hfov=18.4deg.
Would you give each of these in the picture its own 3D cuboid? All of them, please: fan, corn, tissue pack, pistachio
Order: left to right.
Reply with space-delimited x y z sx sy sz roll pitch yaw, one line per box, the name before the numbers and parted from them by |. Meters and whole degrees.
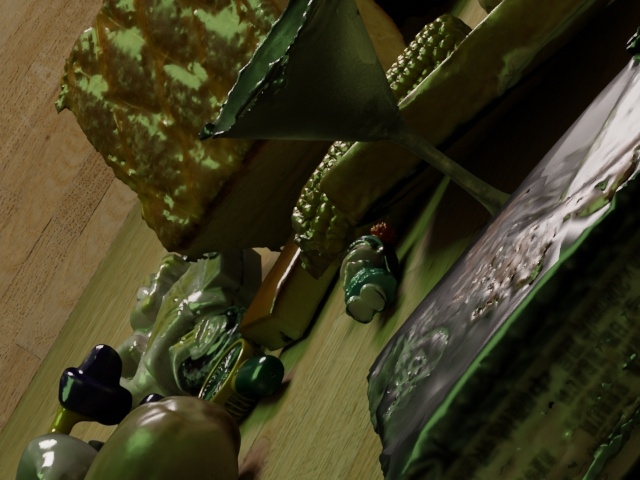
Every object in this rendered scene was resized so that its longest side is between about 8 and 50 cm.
pistachio | -0.142 0.221 1.726 0.129 0.131 0.206 -2 -44 -44
fan | -0.068 0.132 1.837 0.082 0.039 0.155 -59 12 -16
corn | 0.060 -0.079 1.733 0.262 0.097 0.097 -57 10 -5
tissue pack | 0.159 0.001 1.002 0.332 0.123 0.245 -52 6 7

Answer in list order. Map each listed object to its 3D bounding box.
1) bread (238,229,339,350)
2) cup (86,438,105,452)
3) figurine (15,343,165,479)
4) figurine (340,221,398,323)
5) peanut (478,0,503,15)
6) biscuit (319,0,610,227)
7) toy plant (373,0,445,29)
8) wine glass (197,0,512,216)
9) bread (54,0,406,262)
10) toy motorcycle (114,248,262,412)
bread | 0.000 0.000 1.892 0.226 0.049 0.088 -61 11 -25
cup | -0.234 0.281 2.110 0.099 0.102 0.074 -56 -28 9
figurine | -0.268 0.292 1.819 0.421 0.154 0.193 -58 -3 -20
figurine | 0.041 0.028 1.629 0.106 0.047 0.060 -86 22 -65
peanut | 0.189 -0.254 1.712 0.187 0.082 0.082 -41 19 55
biscuit | 0.111 -0.105 1.509 0.287 0.057 0.344 -40 -4 -42
toy plant | 0.097 -0.336 2.149 0.235 0.175 0.218 -39 20 4
wine glass | 0.059 -0.067 1.328 0.156 0.232 0.156 -52 11 15
bread | -0.087 -0.168 2.044 0.207 0.279 0.279 -1 -45 -49
toy motorcycle | -0.148 0.098 2.113 0.223 0.108 0.341 -47 20 17
